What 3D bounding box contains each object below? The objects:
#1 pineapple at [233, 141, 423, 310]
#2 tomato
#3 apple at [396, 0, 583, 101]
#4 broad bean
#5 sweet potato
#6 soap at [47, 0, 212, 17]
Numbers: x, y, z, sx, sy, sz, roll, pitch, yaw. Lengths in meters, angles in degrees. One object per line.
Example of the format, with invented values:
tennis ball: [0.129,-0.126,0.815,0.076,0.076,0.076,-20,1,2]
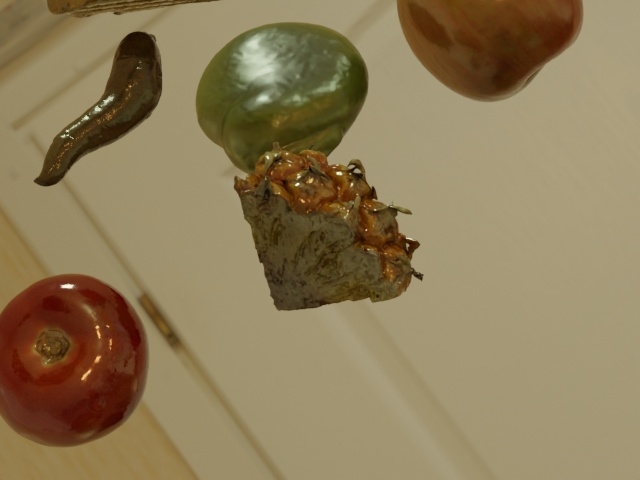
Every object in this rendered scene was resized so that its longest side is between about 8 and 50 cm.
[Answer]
pineapple: [0.000,0.000,1.615,0.186,0.236,0.114,-49,-3,39]
tomato: [-0.281,0.137,1.571,0.195,0.195,0.136,-37,-22,-1]
apple: [0.228,-0.324,1.944,0.242,0.241,0.242,-41,-2,-2]
broad bean: [-0.055,-0.197,1.901,0.291,0.238,0.119,-73,-21,-44]
sweet potato: [-0.210,-0.138,1.432,0.059,0.069,0.249,103,-169,-54]
soap: [-0.169,-0.292,1.507,0.258,0.080,0.160,-6,4,0]
